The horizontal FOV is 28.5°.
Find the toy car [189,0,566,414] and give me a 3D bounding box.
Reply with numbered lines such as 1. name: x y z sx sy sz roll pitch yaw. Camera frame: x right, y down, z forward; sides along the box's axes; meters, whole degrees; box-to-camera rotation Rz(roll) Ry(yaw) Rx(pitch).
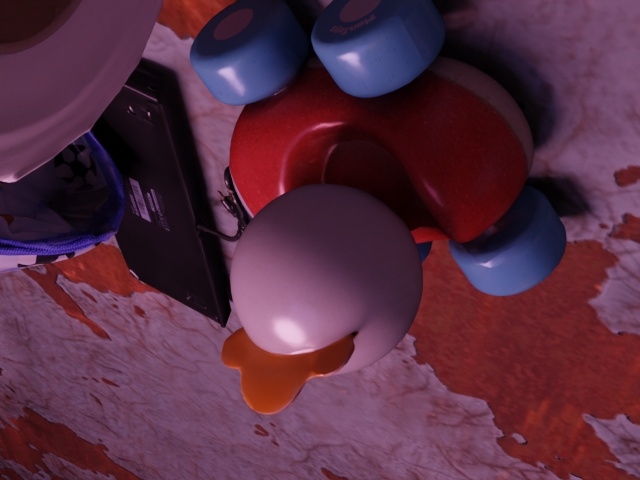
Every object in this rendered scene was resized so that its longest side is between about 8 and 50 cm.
1. toy car: 0.000 0.000 0.770 0.210 0.238 0.219 2 139 42

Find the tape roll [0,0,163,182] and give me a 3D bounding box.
1. tape roll: -0.190 -0.175 0.637 0.100 0.286 0.286 15 147 26

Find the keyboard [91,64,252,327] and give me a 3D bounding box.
1. keyboard: -0.112 -0.027 1.051 0.201 0.033 0.317 27 152 22

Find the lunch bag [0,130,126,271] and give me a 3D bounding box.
1. lunch bag: -0.380 -0.084 1.019 0.385 0.239 0.328 33 157 -28
